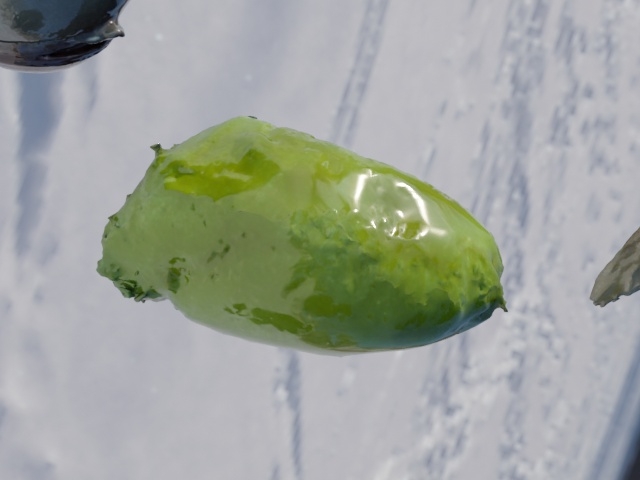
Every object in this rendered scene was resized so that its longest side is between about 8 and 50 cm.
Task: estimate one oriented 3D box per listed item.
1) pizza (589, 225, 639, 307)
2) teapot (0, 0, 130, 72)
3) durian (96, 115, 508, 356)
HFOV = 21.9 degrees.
[{"bbox_3d":[0.238,-0.037,0.794,0.262,0.034,0.181,-40,149,25],"label":"pizza"},{"bbox_3d":[-0.271,-0.297,1.338,0.233,0.315,0.312,-37,140,-45],"label":"teapot"},{"bbox_3d":[0.000,0.000,1.509,0.256,0.340,0.204,-10,110,-65],"label":"durian"}]
